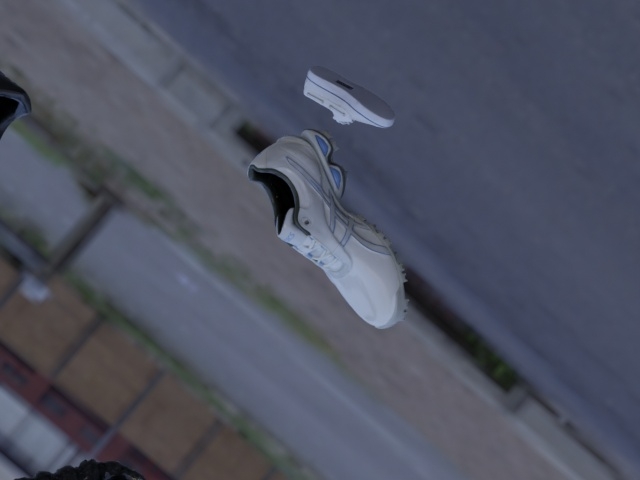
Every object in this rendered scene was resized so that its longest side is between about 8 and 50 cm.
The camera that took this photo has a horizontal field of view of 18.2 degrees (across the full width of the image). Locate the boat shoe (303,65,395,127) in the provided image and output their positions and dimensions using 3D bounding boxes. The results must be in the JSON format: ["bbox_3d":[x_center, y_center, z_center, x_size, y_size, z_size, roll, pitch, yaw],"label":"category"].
[{"bbox_3d":[0.026,-0.128,1.897,0.100,0.035,0.035,31,-149,17],"label":"boat shoe"}]

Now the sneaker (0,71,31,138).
[{"bbox_3d":[-0.306,-0.039,1.494,0.090,0.232,0.081,21,161,21],"label":"sneaker"}]

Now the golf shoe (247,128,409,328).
[{"bbox_3d":[0.000,0.000,1.583,0.069,0.086,0.176,-39,79,45],"label":"golf shoe"}]

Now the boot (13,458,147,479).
[{"bbox_3d":[-0.183,0.257,1.639,0.131,0.348,0.260,28,130,12],"label":"boot"}]
